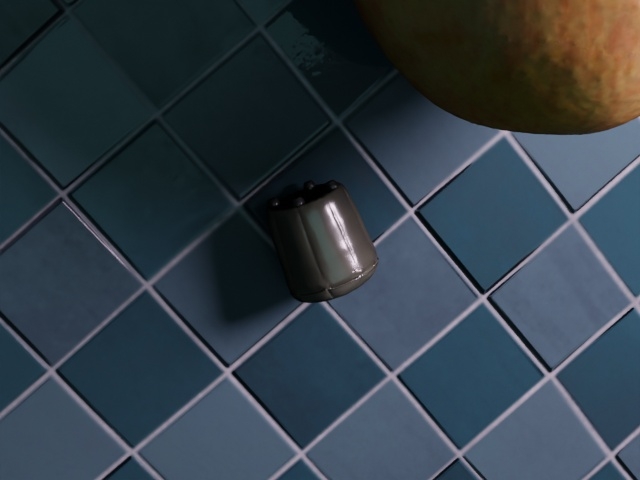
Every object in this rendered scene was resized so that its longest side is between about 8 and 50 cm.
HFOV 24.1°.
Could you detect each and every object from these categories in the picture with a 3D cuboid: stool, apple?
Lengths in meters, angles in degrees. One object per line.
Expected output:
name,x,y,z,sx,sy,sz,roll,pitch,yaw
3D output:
stool,0.000,0.000,1.467,0.096,0.096,0.110,-23,103,-7
apple,0.190,-0.283,1.290,0.392,0.391,0.346,-9,128,-12
